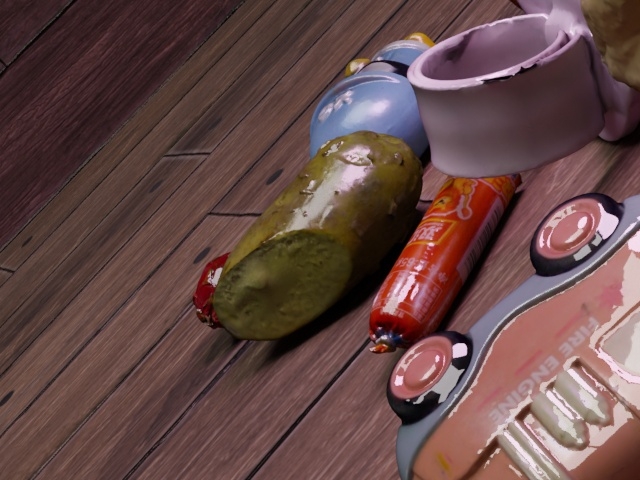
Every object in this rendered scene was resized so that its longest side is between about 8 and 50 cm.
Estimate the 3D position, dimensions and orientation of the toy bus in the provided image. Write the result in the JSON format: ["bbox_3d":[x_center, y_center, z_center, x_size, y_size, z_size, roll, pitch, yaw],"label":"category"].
[{"bbox_3d":[0.193,0.121,0.958,0.287,0.194,0.232,-42,26,3],"label":"toy bus"}]

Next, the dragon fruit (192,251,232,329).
[{"bbox_3d":[-0.090,0.042,1.910,0.094,0.094,0.190,-27,12,41],"label":"dragon fruit"}]

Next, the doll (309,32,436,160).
[{"bbox_3d":[0.075,-0.165,1.932,0.177,0.141,0.314,-35,16,33],"label":"doll"}]

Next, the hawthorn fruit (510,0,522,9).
[{"bbox_3d":[0.299,-0.383,1.904,0.185,0.185,0.202,-27,9,41],"label":"hawthorn fruit"}]

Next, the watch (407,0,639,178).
[{"bbox_3d":[0.192,-0.171,1.529,0.217,0.211,0.248,-22,24,-10],"label":"watch"}]

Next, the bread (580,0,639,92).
[{"bbox_3d":[0.415,-0.315,1.265,0.371,0.279,0.390,-47,30,-13],"label":"bread"}]

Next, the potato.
[{"bbox_3d":[0.000,0.000,1.728,0.298,0.141,0.176,-49,4,5],"label":"potato"}]

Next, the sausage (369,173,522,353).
[{"bbox_3d":[0.119,0.018,1.531,0.074,0.074,0.274,-21,29,49],"label":"sausage"}]
